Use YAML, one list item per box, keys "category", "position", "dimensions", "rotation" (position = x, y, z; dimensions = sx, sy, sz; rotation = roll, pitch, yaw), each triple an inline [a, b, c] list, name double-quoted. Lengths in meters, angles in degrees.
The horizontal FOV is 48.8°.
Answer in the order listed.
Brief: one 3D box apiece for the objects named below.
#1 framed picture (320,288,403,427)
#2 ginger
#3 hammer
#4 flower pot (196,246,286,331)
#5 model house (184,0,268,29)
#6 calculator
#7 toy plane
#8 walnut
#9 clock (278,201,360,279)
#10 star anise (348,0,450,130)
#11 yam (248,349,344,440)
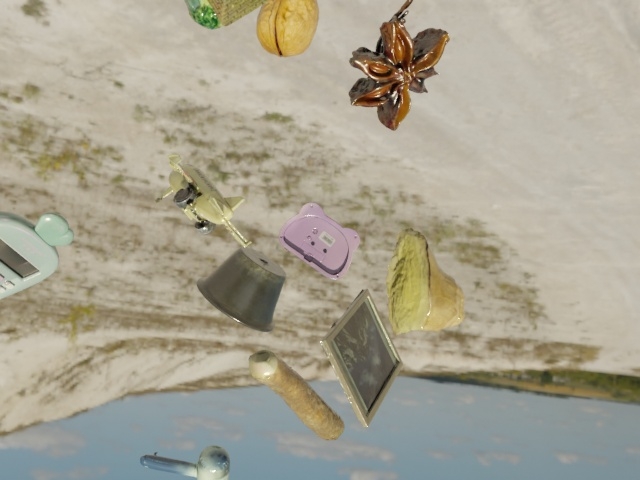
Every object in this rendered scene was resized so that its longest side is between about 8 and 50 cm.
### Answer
- category: "framed picture"
  position: [0.095, 0.244, 1.515]
  dimensions: [0.019, 0.209, 0.281]
  rotation: [-22, -170, 27]
- category: "ginger"
  position: [0.199, 0.072, 1.284]
  dimensions: [0.122, 0.193, 0.115]
  rotation: [2, 171, -22]
- category: "hammer"
  position: [-0.289, 0.481, 1.501]
  dimensions: [0.193, 0.116, 0.069]
  rotation: [10, -147, 2]
- category: "flower pot"
  position: [-0.183, 0.111, 1.815]
  dimensions: [0.235, 0.148, 0.235]
  rotation: [32, -171, -6]
- category: "model house"
  position: [-0.182, -0.496, 1.243]
  dimensions: [0.195, 0.214, 0.189]
  rotation: [-29, -159, -2]
- category: "calculator"
  position: [-0.553, 0.032, 1.177]
  dimensions: [0.298, 0.041, 0.185]
  rotation: [-26, 145, 2]
- category: "toy plane"
  position: [-0.224, -0.082, 1.301]
  dimensions: [0.256, 0.104, 0.242]
  rotation: [24, 158, 46]
- category: "walnut"
  position: [-0.080, -0.518, 1.673]
  dimensions: [0.144, 0.180, 0.144]
  rotation: [13, 175, 1]
- category: "clock"
  position: [0.000, 0.000, 1.398]
  dimensions: [0.152, 0.110, 0.050]
  rotation: [35, 179, 0]
- category: "star anise"
  position: [0.148, -0.334, 1.368]
  dimensions: [0.190, 0.220, 0.126]
  rotation: [38, -167, -29]
- category: "yam"
  position: [-0.041, 0.291, 1.313]
  dimensions: [0.066, 0.066, 0.300]
  rotation: [1, 144, 34]
